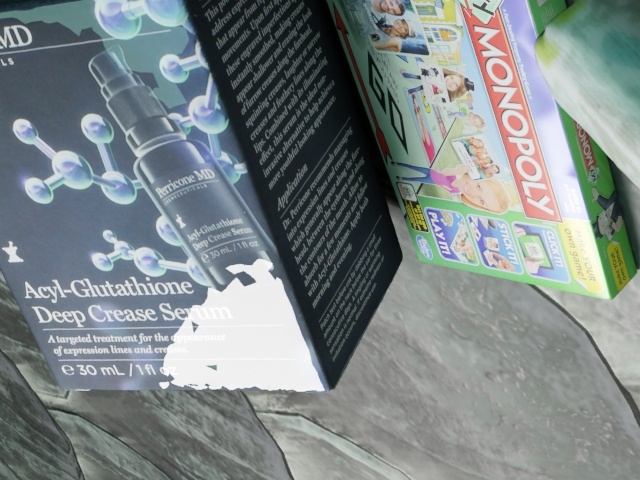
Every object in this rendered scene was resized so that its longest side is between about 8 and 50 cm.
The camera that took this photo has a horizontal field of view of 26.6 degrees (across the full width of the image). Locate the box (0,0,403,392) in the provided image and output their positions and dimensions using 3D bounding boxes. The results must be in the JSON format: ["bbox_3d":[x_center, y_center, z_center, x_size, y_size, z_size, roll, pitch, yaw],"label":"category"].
[{"bbox_3d":[-0.137,-0.078,1.192,0.294,0.212,0.395,-3,123,27],"label":"box"}]

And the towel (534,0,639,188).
[{"bbox_3d":[0.281,-0.027,0.743,0.320,0.374,0.090,44,117,7],"label":"towel"}]

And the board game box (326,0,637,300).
[{"bbox_3d":[0.129,-0.103,1.124,0.214,0.046,0.317,12,134,45],"label":"board game box"}]
